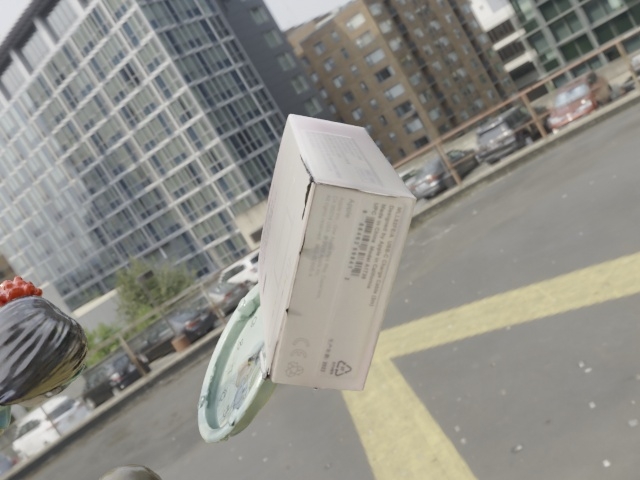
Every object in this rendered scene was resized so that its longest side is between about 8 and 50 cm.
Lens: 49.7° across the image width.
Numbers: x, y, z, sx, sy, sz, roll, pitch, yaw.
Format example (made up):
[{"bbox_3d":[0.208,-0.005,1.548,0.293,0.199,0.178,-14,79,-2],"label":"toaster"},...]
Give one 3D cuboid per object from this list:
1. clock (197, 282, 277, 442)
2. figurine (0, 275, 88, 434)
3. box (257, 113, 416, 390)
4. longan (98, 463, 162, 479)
[{"bbox_3d":[-0.093,0.164,0.936,0.236,0.053,0.236,-49,23,30],"label":"clock"},{"bbox_3d":[-0.362,0.153,0.736,0.245,0.138,0.110,-50,7,-38],"label":"figurine"},{"bbox_3d":[0.000,0.000,0.716,0.106,0.203,0.252,7,22,-12],"label":"box"},{"bbox_3d":[-0.358,0.509,1.312,0.167,0.167,0.187,-30,-15,5],"label":"longan"}]
